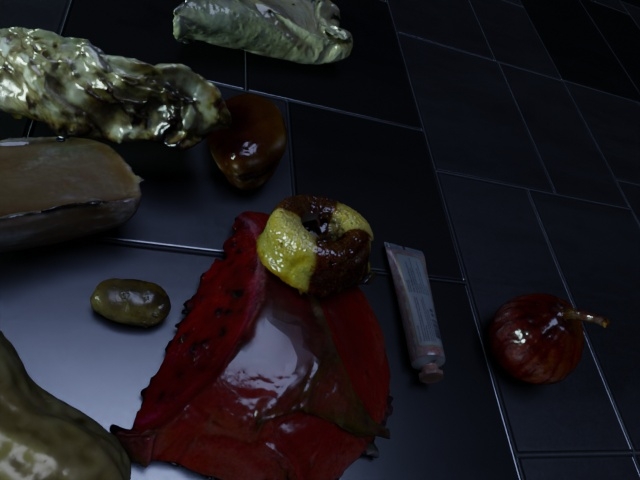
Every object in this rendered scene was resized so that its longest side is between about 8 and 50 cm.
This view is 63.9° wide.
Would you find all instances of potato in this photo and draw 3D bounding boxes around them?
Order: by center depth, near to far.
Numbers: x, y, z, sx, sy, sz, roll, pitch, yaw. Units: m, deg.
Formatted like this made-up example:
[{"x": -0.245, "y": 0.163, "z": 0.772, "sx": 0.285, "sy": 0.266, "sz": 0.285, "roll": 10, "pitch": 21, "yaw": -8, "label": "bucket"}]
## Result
[{"x": -0.204, "y": 0.066, "z": 0.557, "sx": 0.083, "sy": 0.040, "sz": 0.051, "roll": 13, "pitch": 47, "yaw": -17, "label": "potato"}]

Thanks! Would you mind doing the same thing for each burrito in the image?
[{"x": -0.102, "y": -0.383, "z": 0.889, "sx": 0.347, "sy": 0.107, "sz": 0.175, "roll": -6, "pitch": 44, "yaw": -30, "label": "burrito"}]

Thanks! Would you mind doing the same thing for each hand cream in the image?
[{"x": 0.129, "y": 0.089, "z": 0.695, "sx": 0.067, "sy": 0.043, "sz": 0.210, "roll": 13, "pitch": 47, "yaw": -18, "label": "hand cream"}]

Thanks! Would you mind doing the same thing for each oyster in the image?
[{"x": -0.303, "y": -0.169, "z": 0.623, "sx": 0.395, "sy": 0.204, "sz": 0.111, "roll": 8, "pitch": 91, "yaw": -8, "label": "oyster"}]

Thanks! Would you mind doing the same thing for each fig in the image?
[{"x": 0.292, "y": 0.131, "z": 0.683, "sx": 0.128, "sy": 0.150, "sz": 0.129, "roll": 0, "pitch": 85, "yaw": 4, "label": "fig"}]

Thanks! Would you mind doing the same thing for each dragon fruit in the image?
[{"x": -0.025, "y": 0.113, "z": 0.573, "sx": 0.282, "sy": 0.100, "sz": 0.344, "roll": 27, "pitch": 51, "yaw": -10, "label": "dragon fruit"}]

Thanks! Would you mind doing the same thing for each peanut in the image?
[{"x": -0.283, "y": 0.140, "z": 0.388, "sx": 0.291, "sy": 0.159, "sz": 0.143, "roll": 29, "pitch": 21, "yaw": -3, "label": "peanut"}]

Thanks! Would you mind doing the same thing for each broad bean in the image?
[{"x": -0.104, "y": -0.148, "z": 0.729, "sx": 0.114, "sy": 0.085, "sz": 0.165, "roll": -3, "pitch": 52, "yaw": -21, "label": "broad bean"}]

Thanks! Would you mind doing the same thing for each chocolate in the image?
[{"x": -0.331, "y": -0.039, "z": 0.547, "sx": 0.261, "sy": 0.083, "sz": 0.161, "roll": -10, "pitch": 43, "yaw": -34, "label": "chocolate"}]

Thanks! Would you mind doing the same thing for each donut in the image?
[{"x": 0.000, "y": 0.000, "z": 0.581, "sx": 0.140, "sy": 0.059, "sz": 0.141, "roll": 15, "pitch": 33, "yaw": -10, "label": "donut"}]
